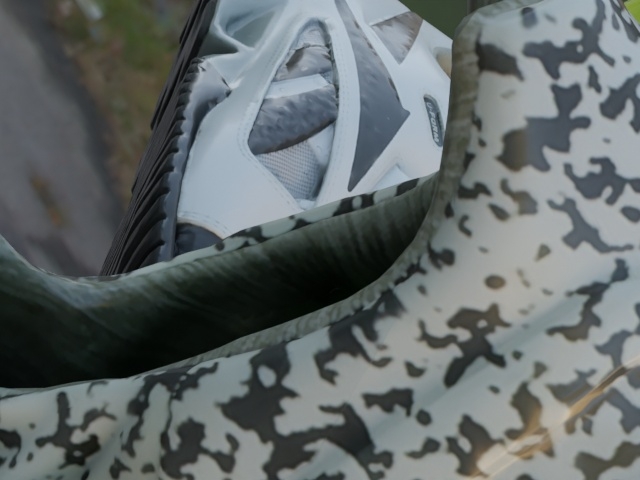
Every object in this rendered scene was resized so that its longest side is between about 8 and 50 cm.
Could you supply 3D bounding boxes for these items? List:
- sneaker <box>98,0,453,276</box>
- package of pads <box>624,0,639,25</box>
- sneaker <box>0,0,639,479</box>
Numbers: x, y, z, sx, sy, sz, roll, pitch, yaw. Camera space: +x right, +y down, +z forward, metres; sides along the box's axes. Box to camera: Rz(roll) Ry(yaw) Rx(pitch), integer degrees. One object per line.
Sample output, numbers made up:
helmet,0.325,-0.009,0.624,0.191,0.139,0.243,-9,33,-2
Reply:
sneaker,0.000,0.000,0.716,0.146,0.122,0.330,23,41,-8
package of pads,0.201,-0.018,0.930,0.229,0.296,0.101,63,16,10
sneaker,-0.065,0.068,0.417,0.182,0.410,0.158,58,20,-15
